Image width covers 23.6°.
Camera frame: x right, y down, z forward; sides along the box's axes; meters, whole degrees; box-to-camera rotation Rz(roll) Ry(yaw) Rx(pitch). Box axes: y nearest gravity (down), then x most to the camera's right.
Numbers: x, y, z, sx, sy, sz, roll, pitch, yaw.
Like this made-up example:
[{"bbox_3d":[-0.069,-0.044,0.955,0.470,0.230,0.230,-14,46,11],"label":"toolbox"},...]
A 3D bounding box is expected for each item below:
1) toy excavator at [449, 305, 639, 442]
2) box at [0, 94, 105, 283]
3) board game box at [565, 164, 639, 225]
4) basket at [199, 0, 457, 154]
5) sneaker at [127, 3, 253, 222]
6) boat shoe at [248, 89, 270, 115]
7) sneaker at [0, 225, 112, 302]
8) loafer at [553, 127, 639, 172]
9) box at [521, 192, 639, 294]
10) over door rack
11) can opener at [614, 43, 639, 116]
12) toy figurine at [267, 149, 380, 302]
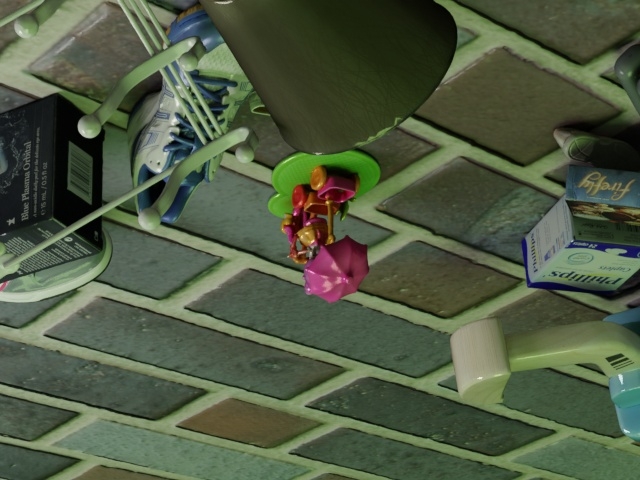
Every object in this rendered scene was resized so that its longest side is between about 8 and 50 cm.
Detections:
[{"bbox_3d":[0.433,0.148,2.032,0.433,0.222,0.445,-17,155,20],"label":"toy excavator"},{"bbox_3d":[-0.323,-0.052,1.651,0.158,0.156,0.093,-17,149,23],"label":"box"},{"bbox_3d":[0.409,-0.042,1.767,0.243,0.042,0.165,8,175,14],"label":"board game box"},{"bbox_3d":[-0.011,-0.209,1.409,0.204,0.154,0.227,-34,140,13],"label":"basket"},{"bbox_3d":[-0.122,-0.124,1.573,0.112,0.131,0.296,7,149,-17],"label":"sneaker"},{"bbox_3d":[-0.032,-0.141,1.652,0.100,0.035,0.035,12,148,-28],"label":"boat shoe"},{"bbox_3d":[-0.399,-0.007,1.774,0.295,0.124,0.178,-4,162,1],"label":"sneaker"},{"bbox_3d":[0.322,-0.107,1.776,0.125,0.039,0.045,15,114,-38],"label":"loafer"},{"bbox_3d":[0.342,0.006,1.948,0.126,0.072,0.137,6,151,-17],"label":"box"},{"bbox_3d":[-0.252,-0.106,1.449,0.324,0.108,0.239,-25,116,10],"label":"over door rack"},{"bbox_3d":[0.403,-0.139,1.701,0.093,0.074,0.280,-47,143,6],"label":"can opener"},{"bbox_3d":[0.000,0.000,1.793,0.130,0.159,0.173,12,149,-29],"label":"toy figurine"}]
